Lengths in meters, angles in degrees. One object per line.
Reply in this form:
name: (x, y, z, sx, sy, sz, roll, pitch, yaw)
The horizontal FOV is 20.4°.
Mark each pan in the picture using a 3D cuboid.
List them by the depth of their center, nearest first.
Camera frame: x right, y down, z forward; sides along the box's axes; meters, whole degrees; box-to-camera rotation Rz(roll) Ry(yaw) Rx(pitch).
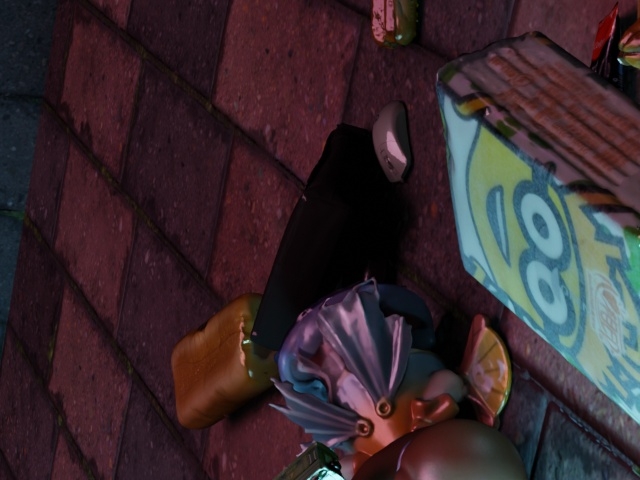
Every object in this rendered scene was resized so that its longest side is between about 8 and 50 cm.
pan: (0.064, 0.078, 2.116, 0.212, 0.040, 0.115, -112, 30, -47)

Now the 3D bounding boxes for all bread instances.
bread: (-0.125, 0.170, 2.463, 0.305, 0.091, 0.142, -36, 60, 60)

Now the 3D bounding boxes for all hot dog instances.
hot dog: (0.090, -0.312, 2.123, 0.071, 0.045, 0.165, 169, 104, -67)

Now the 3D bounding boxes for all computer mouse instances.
computer mouse: (0.082, -0.117, 2.119, 0.056, 0.032, 0.110, 130, 138, -54)

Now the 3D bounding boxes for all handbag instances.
handbag: (0.000, 0.000, 2.172, 0.223, 0.080, 0.247, -65, -3, -61)

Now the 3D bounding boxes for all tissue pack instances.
tissue pack: (0.232, -0.011, 1.511, 0.311, 0.128, 0.228, 46, 155, 48)

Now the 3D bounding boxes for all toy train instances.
toy train: (-0.015, 0.238, 1.713, 0.093, 0.038, 0.056, -44, 27, 19)

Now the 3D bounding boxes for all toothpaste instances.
toothpaste: (0.269, -0.124, 1.686, 0.071, 0.045, 0.193, 124, 150, -79)

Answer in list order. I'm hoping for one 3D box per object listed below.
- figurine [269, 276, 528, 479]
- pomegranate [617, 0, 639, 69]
figurine: (0.082, 0.217, 1.827, 0.276, 0.248, 0.388, -46, 42, 20)
pomegranate: (0.337, -0.155, 1.355, 0.209, 0.209, 0.209, -175, 90, -66)
